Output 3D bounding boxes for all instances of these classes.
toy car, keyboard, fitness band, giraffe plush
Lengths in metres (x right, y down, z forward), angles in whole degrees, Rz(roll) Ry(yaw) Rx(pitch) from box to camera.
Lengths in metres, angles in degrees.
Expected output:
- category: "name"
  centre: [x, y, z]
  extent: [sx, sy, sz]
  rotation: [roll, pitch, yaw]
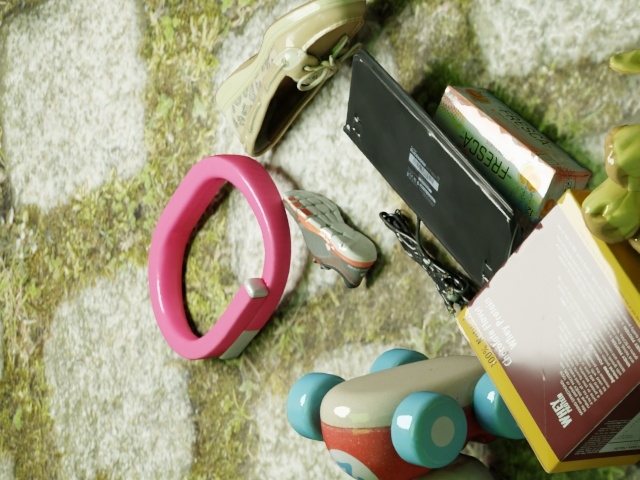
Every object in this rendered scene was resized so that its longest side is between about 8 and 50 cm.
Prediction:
- category: "toy car"
  centre: [0.108, 0.248, 1.817]
  extent: [0.219, 0.210, 0.238]
  rotation: [4, 104, 54]
- category: "keyboard"
  centre: [0.116, -0.047, 1.886]
  extent: [0.317, 0.033, 0.201]
  rotation: [52, 148, 37]
- category: "fitness band"
  centre: [-0.131, 0.023, 2.170]
  extent: [0.291, 0.054, 0.209]
  rotation: [-52, 54, 44]
- category: "giraffe plush"
  centre: [0.329, -0.104, 1.588]
  extent: [0.210, 0.181, 0.170]
  rotation: [-55, 25, 37]

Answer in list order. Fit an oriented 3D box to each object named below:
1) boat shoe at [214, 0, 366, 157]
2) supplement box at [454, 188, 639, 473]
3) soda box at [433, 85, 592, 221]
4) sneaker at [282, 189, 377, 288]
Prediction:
- category: "boat shoe"
  centre: [-0.023, -0.196, 2.046]
  extent: [0.285, 0.104, 0.089]
  rotation: [-42, 68, 54]
- category: "supplement box"
  centre: [0.266, 0.086, 1.676]
  extent: [0.194, 0.129, 0.191]
  rotation: [-52, 53, 34]
- category: "soda box"
  centre: [0.193, -0.090, 1.818]
  extent: [0.183, 0.058, 0.063]
  rotation: [45, 122, 40]
- category: "sneaker"
  centre: [0.000, 0.000, 2.039]
  extent: [0.158, 0.061, 0.065]
  rotation: [46, 129, 40]
